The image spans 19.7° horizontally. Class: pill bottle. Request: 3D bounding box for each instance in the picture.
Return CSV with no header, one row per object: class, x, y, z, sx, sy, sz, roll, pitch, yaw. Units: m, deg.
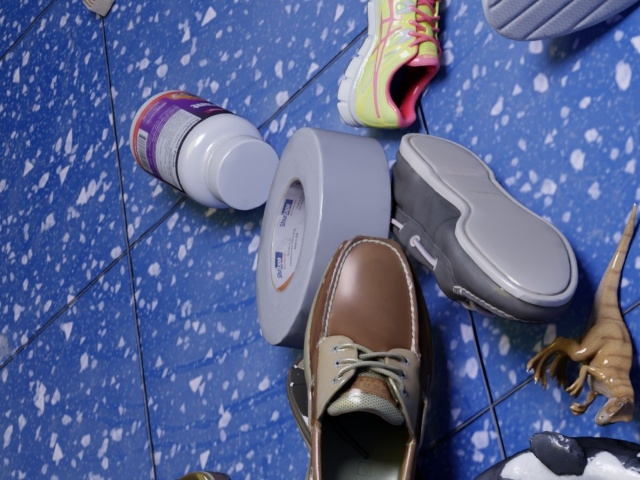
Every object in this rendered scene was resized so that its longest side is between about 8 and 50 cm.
pill bottle,-0.126,-0.097,2.067,0.193,0.108,0.108,29,98,53

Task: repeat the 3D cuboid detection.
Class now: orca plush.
orca plush,0.215,0.213,1.526,0.151,0.102,0.287,51,139,0

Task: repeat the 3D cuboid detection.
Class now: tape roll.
tape roll,0.000,0.000,1.824,0.219,0.072,0.219,-170,90,-74

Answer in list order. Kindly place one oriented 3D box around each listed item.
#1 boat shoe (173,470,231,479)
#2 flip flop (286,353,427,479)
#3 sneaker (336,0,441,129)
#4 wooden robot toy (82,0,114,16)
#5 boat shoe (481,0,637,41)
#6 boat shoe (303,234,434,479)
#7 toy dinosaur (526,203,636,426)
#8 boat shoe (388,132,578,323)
boat shoe,-0.154,0.284,1.977,0.152,0.049,0.056,-24,74,40
flip flop,0.034,0.227,1.723,0.080,0.112,0.277,98,156,-54
sneaker,0.093,-0.205,1.866,0.094,0.081,0.208,23,100,47
wooden robot toy,-0.273,-0.380,2.416,0.173,0.079,0.076,-48,41,27
boat shoe,0.278,-0.312,1.652,0.335,0.121,0.119,-38,38,21
boat shoe,0.045,0.149,1.627,0.120,0.123,0.324,105,168,-70
toy dinosaur,0.238,0.084,1.566,0.112,0.064,0.211,-24,43,30
boat shoe,0.141,0.009,1.667,0.335,0.112,0.095,-120,40,-59
